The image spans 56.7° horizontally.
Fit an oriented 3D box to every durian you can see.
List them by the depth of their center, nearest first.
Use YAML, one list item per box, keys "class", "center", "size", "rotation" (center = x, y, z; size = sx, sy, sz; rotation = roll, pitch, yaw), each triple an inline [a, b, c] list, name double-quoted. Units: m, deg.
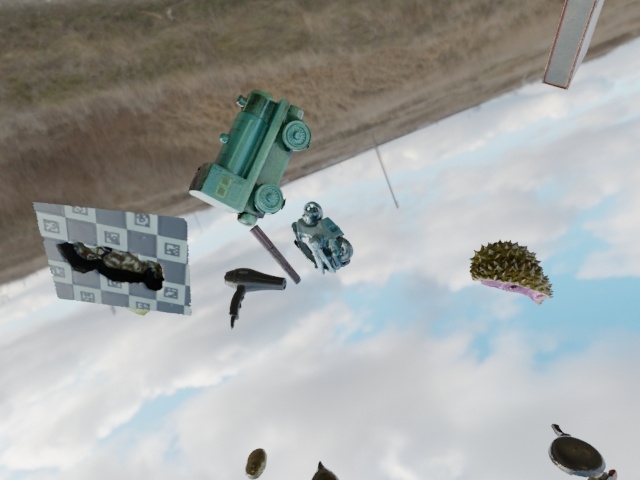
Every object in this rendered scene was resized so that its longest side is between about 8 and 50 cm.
- class: "durian"
  center: [0.597, 0.086, 1.824]
  size: [0.261, 0.186, 0.154]
  rotation: [6, 161, -14]

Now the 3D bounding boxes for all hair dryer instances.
- class: "hair dryer"
  center: [-0.256, 0.216, 2.100]
  size: [0.236, 0.091, 0.271]
  rotation: [5, -130, 14]

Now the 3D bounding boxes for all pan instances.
- class: "pan"
  center: [0.547, 0.445, 1.297]
  size: [0.115, 0.040, 0.212]
  rotation: [11, -168, 4]

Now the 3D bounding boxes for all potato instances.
- class: "potato"
  center: [-0.143, 0.502, 1.330]
  size: [0.051, 0.040, 0.083]
  rotation: [-22, -162, 15]

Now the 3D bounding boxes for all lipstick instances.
- class: "lipstick"
  center: [-0.105, 0.035, 1.422]
  size: [0.027, 0.176, 0.027]
  rotation: [-36, -164, 12]

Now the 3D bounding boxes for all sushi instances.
- class: "sushi"
  center: [-0.295, 0.016, 0.886]
  size: [0.215, 0.192, 0.050]
  rotation: [7, -142, 0]

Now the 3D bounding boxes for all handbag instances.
- class: "handbag"
  center: [0.417, -0.357, 0.949]
  size: [0.063, 0.190, 0.127]
  rotation: [23, -125, 21]

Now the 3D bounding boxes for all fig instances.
- class: "fig"
  center: [0.010, 0.723, 1.753]
  size: [0.103, 0.109, 0.154]
  rotation: [-32, -132, 13]

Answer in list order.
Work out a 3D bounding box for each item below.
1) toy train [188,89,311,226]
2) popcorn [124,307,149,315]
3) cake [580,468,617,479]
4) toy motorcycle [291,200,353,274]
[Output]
- class: "toy train"
  center: [-0.150, -0.188, 1.322]
  size: [0.120, 0.194, 0.298]
  rotation: [2, -112, 64]
- class: "popcorn"
  center: [-0.439, 0.127, 1.455]
  size: [0.120, 0.106, 0.116]
  rotation: [114, 1, -48]
- class: "cake"
  center: [0.653, 0.656, 1.486]
  size: [0.226, 0.109, 0.090]
  rotation: [-21, -163, -25]
- class: "toy motorcycle"
  center: [0.000, 0.000, 2.162]
  size: [0.154, 0.260, 0.206]
  rotation: [-30, 167, -45]
